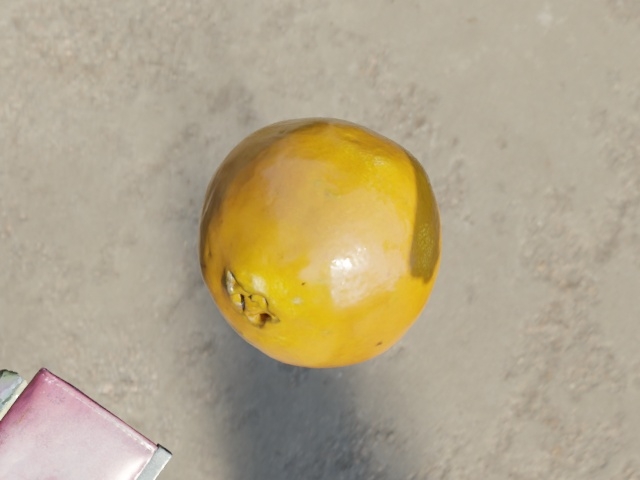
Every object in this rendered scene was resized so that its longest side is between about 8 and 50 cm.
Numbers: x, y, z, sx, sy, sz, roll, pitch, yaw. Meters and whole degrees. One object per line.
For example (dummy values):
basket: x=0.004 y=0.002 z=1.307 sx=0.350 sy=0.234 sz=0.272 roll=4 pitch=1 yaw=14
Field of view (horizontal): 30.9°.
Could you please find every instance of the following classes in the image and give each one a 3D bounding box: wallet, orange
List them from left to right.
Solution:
wallet: x=-0.225 y=0.219 z=0.849 sx=0.119 sy=0.025 sz=0.232 roll=36 pitch=83 yaw=-8
orange: x=0.000 y=0.000 z=1.419 sx=0.312 sy=0.312 sz=0.312 roll=5 pitch=60 yaw=-9

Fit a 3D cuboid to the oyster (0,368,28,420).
oyster: x=-0.317 y=0.183 z=1.000 sx=0.072 sy=0.133 sz=0.209 roll=-4 pitch=21 yaw=26
